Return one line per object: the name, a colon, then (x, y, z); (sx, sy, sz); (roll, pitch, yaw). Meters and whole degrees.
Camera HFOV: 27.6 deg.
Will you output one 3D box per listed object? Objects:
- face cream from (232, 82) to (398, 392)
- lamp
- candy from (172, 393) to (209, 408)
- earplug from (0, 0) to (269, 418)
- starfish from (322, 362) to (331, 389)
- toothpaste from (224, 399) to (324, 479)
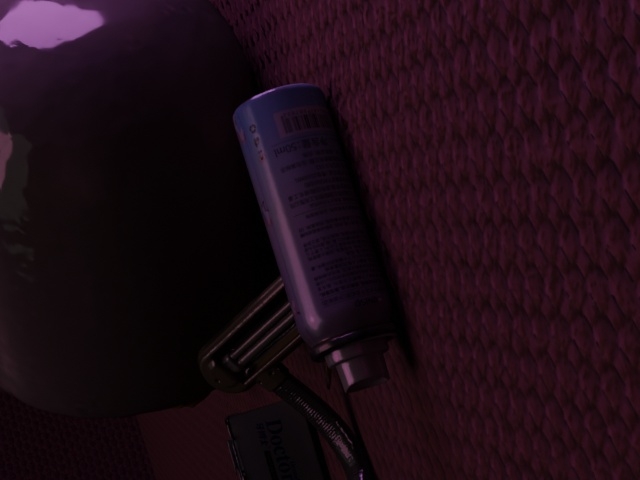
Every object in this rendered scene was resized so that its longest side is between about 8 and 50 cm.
face cream: (0.000, 0.000, 0.973); (0.075, 0.075, 0.229); (120, 135, -71)
lamp: (0.012, 0.170, 1.091); (0.203, 0.125, 0.283); (-57, 43, 45)
candy: (-0.223, 0.098, 1.666); (0.260, 0.118, 0.260); (42, -168, -11)
earplug: (-0.202, -0.067, 1.240); (0.312, 0.313, 0.394); (-118, 22, -44)
starfish: (0.003, 0.091, 1.180); (0.086, 0.016, 0.092); (167, 94, -78)
toothpaste: (-0.018, 0.322, 1.355); (0.071, 0.089, 0.312); (111, 142, -79)
